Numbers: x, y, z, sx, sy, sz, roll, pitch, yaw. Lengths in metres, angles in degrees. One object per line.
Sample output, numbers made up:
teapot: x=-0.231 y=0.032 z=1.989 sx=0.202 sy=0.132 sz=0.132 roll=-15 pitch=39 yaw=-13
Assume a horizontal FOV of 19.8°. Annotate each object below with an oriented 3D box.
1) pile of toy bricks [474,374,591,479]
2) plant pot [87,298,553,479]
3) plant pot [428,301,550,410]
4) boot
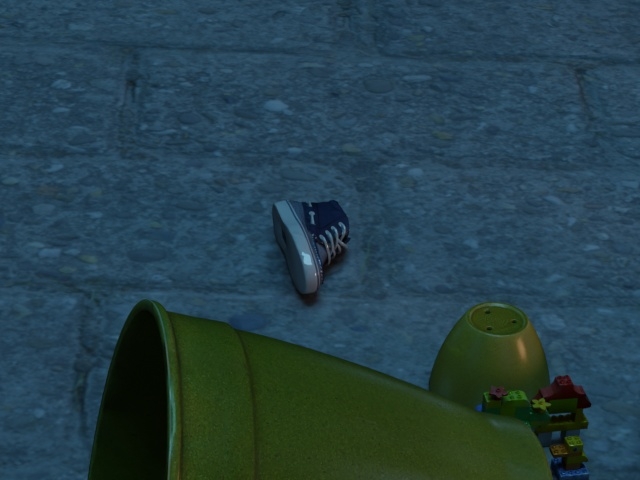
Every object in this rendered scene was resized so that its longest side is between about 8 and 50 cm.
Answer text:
pile of toy bricks: x=0.185 y=0.191 z=1.864 sx=0.212 sy=0.105 sz=0.118 roll=-4 pitch=32 yaw=-11
plant pot: x=0.000 y=0.254 z=1.559 sx=0.353 sy=0.366 sz=0.366 roll=8 pitch=29 yaw=-16
plant pot: x=0.188 y=0.124 z=1.987 sx=0.134 sy=0.095 sz=0.134 roll=3 pitch=31 yaw=-2
boot: x=0.000 y=0.000 z=2.202 sx=0.086 sy=0.069 sz=0.190 roll=-6 pitch=30 yaw=-10
